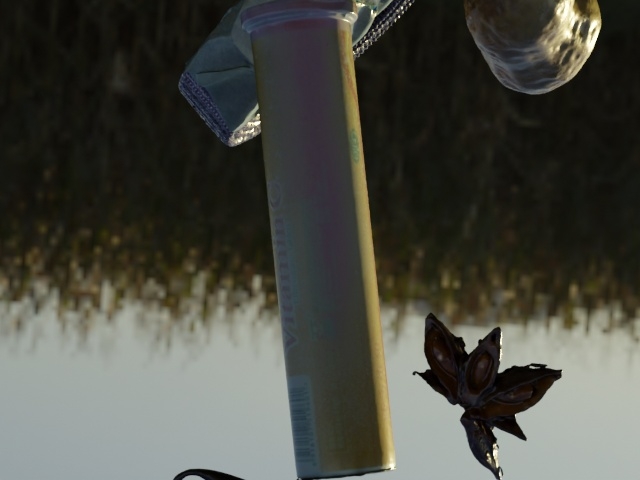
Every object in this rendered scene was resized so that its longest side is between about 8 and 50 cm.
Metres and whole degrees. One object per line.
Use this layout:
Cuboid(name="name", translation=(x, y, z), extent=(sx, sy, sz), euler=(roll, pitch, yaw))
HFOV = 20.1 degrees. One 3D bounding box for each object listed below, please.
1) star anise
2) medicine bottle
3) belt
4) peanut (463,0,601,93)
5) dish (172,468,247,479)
Cuboid(name="star anise", translation=(0.196, 0.166, 2.082), extent=(0.157, 0.212, 0.053), euler=(-35, 180, 34))
Cuboid(name="medicine bottle", translation=(0.000, 0.000, 1.627), extent=(0.108, 0.426, 0.108), euler=(-5, 176, 0))
Cuboid(name="belt", translation=(-0.012, -0.237, 1.919), extent=(0.325, 0.122, 0.260), euler=(-41, 174, 19))
Cuboid(name="peanut", translation=(0.195, -0.210, 1.657), extent=(0.120, 0.110, 0.236), euler=(13, 168, 12))
Cuboid(name="dish", translation=(0.009, 0.250, 0.916), extent=(0.303, 0.303, 0.120), euler=(5, -169, 13))
